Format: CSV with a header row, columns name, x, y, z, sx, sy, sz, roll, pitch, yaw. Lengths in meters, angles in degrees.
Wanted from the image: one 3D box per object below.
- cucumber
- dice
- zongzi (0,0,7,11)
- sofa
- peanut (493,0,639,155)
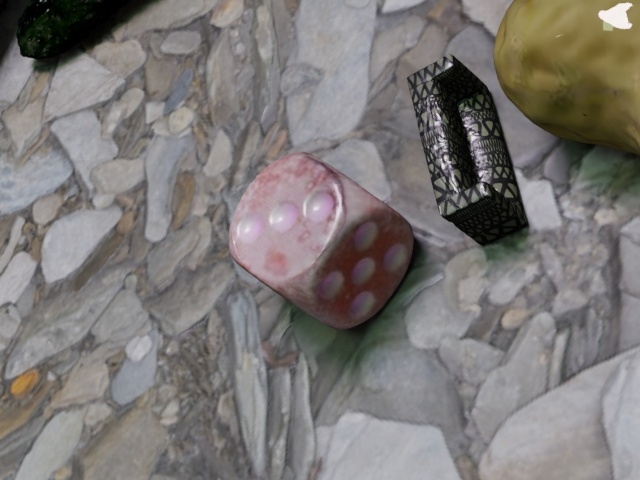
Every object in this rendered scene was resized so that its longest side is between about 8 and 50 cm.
name,x,y,z,sx,sy,sz,roll,pitch,yaw
cucumber,-0.175,-0.232,1.224,0.245,0.067,0.067,-32,54,17
dice,0.000,0.000,0.975,0.093,0.094,0.091,34,89,39
zongzi,-0.387,-0.270,1.193,0.174,0.393,0.356,20,84,16
sofa,0.098,-0.061,0.959,0.039,0.060,0.118,-28,55,26
peanut,0.234,-0.085,0.828,0.319,0.147,0.147,21,82,37
